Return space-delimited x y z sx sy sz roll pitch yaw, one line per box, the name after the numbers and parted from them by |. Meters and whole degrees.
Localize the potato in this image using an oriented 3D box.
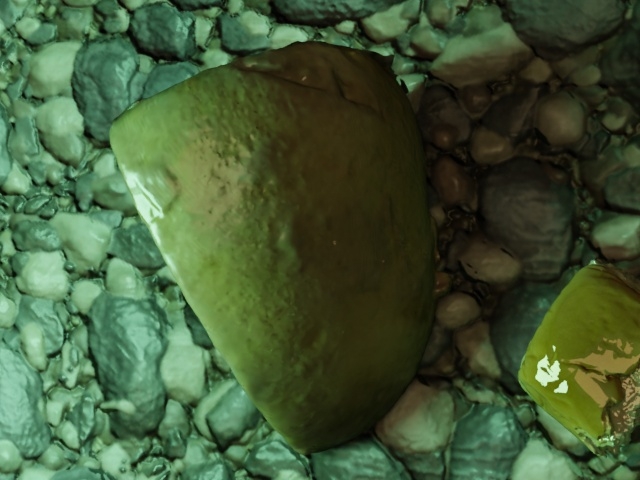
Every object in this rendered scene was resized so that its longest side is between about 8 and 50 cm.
-0.001 0.000 1.101 0.211 0.189 0.264 -25 72 8 | potato

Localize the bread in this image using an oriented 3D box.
0.208 0.085 1.083 0.106 0.082 0.125 35 91 13 | bread
